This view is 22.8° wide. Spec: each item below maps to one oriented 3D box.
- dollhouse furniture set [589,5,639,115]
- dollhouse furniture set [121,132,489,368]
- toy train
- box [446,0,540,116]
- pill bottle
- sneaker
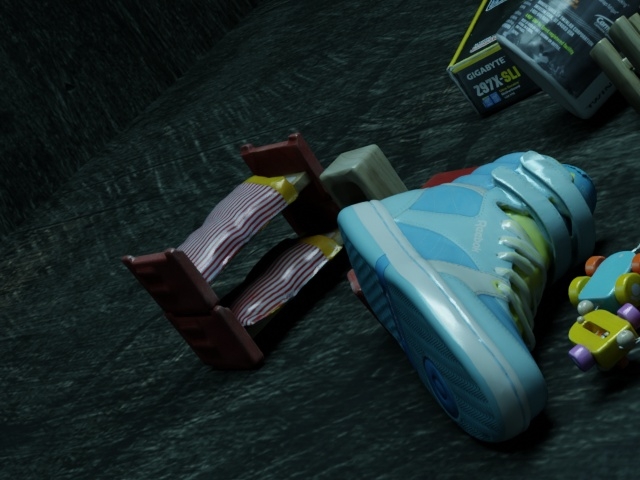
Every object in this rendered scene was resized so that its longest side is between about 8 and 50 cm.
[{"bbox_3d":[0.389,-0.192,1.399,0.212,0.161,0.242,-38,-5,-6],"label":"dollhouse furniture set"},{"bbox_3d":[0.000,0.000,1.530,0.201,0.152,0.374,-46,20,-29],"label":"dollhouse furniture set"},{"bbox_3d":[0.239,0.050,1.139,0.125,0.046,0.166,-29,22,18],"label":"toy train"},{"bbox_3d":[0.320,-0.288,1.805,0.322,0.079,0.257,-25,19,32],"label":"box"},{"bbox_3d":[0.300,-0.249,1.574,0.245,0.130,0.130,-47,17,5],"label":"pill bottle"},{"bbox_3d":[0.152,0.023,1.250,0.208,0.127,0.319,-22,32,-8],"label":"sneaker"}]
